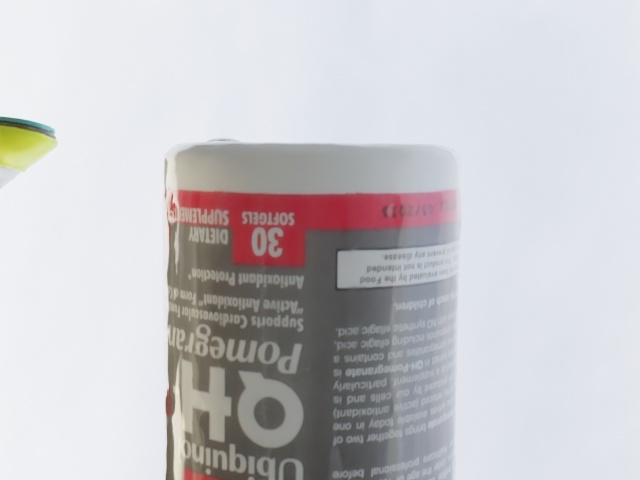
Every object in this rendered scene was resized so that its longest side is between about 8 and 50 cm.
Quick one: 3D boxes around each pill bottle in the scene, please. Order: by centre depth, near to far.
[{"bbox_3d":[-0.006,0.101,0.559,0.176,0.176,0.319,3,-85,26],"label":"pill bottle"}]

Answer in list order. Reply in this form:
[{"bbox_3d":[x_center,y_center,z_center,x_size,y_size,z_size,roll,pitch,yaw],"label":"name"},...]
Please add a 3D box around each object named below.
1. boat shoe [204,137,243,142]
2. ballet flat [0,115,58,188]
[{"bbox_3d":[0.000,0.000,1.092,0.130,0.355,0.132,19,-95,52],"label":"boat shoe"},{"bbox_3d":[-0.336,-0.082,0.899,0.231,0.077,0.077,11,-94,36],"label":"ballet flat"}]
